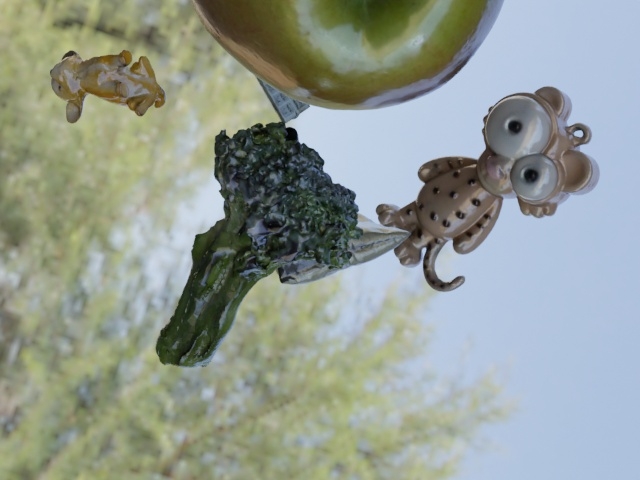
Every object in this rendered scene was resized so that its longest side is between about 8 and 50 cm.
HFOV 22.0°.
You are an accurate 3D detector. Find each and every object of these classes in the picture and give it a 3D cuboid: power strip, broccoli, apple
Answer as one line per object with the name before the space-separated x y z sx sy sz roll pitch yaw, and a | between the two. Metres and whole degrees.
power strip | -0.066 -0.235 2.388 0.051 0.136 0.019 -34 -163 -15
broccoli | -0.084 0.025 1.648 0.145 0.165 0.304 -33 162 -51
apple | 0.039 -0.288 1.621 0.338 0.338 0.305 -69 -160 9

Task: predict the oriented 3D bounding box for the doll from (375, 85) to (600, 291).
doll | 0.198 -0.062 1.940 0.278 0.154 0.119 -39 160 18

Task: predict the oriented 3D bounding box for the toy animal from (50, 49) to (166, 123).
toy animal | -0.174 -0.124 1.311 0.083 0.081 0.060 -4 -101 35

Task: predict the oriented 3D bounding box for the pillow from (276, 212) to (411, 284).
pillow | 0.000 0.000 1.781 0.230 0.148 0.050 -147 -131 -75
